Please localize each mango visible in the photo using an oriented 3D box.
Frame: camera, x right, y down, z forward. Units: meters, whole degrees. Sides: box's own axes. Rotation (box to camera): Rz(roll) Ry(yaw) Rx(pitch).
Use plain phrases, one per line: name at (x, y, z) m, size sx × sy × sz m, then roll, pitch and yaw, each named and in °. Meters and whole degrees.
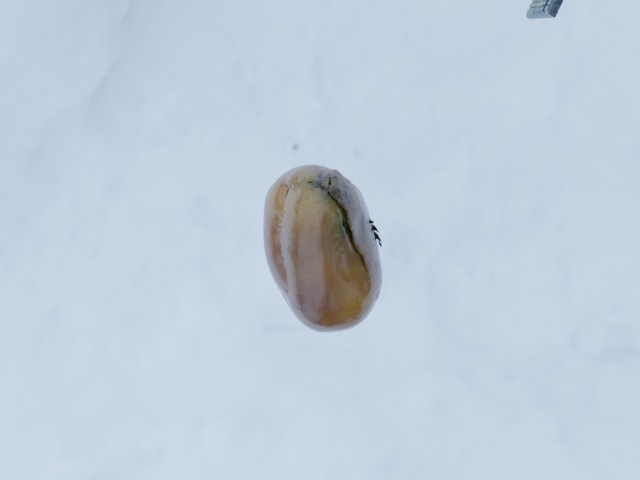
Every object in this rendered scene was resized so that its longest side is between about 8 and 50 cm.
mango at (0.003, -0.001, 1.042) m, size 0.105 × 0.084 × 0.159 m, roll 33°, pitch 136°, yaw 38°

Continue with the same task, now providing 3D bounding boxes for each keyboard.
keyboard at (0.290, -0.337, 1.488) m, size 0.014 × 0.055 × 0.176 m, roll 27°, pitch 86°, yaw -22°
